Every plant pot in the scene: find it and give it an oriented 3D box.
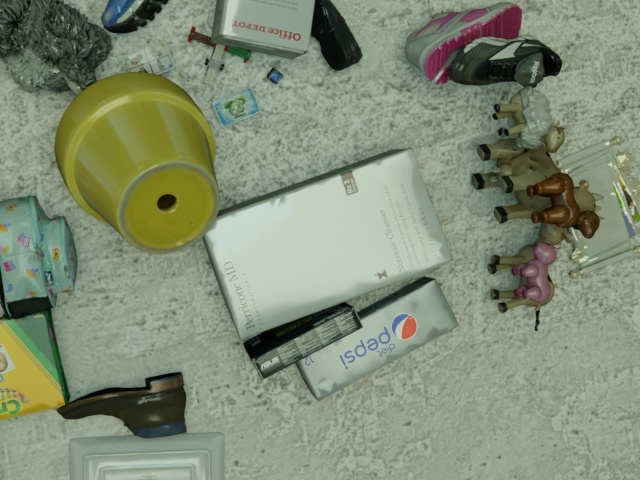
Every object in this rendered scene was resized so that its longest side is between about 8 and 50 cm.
[{"bbox_3d":[-0.272,-0.108,1.651,0.254,0.239,0.254,-13,125,-20],"label":"plant pot"}]

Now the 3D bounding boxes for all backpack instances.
[{"bbox_3d":[-0.477,0.017,1.709,0.144,0.166,0.188,-18,98,-9],"label":"backpack"}]

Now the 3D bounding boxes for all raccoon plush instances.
[{"bbox_3d":[-0.457,-0.391,1.593,0.299,0.446,0.216,19,63,-8],"label":"raccoon plush"}]

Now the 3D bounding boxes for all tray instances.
[{"bbox_3d":[-0.302,0.415,1.820,0.270,0.030,0.145,-1,93,-9],"label":"tray"}]

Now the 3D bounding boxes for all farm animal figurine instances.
[{"bbox_3d":[0.389,-0.057,1.815,0.172,0.330,0.327,-9,60,-15],"label":"farm animal figurine"}]

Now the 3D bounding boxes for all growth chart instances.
[{"bbox_3d":[0.519,-0.063,1.930,0.172,0.021,0.237,-15,94,-8],"label":"growth chart"}]

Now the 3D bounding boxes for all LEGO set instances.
[{"bbox_3d":[-0.196,-0.284,1.813,0.244,0.060,0.182,-24,108,-6],"label":"LEGO set"}]

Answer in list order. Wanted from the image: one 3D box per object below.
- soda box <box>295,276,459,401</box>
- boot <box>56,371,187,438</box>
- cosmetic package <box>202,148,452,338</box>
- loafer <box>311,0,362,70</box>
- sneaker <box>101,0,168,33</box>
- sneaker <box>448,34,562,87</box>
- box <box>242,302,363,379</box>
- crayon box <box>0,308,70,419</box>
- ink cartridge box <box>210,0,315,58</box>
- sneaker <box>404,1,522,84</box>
[{"bbox_3d":[0.093,0.171,1.839,0.286,0.091,0.098,-28,95,-7],"label":"soda box"},{"bbox_3d":[-0.334,0.302,1.785,0.219,0.082,0.106,-13,91,-10],"label":"boot"},{"bbox_3d":[0.000,0.000,1.786,0.385,0.156,0.217,-22,97,-8],"label":"cosmetic package"},{"bbox_3d":[0.016,-0.380,1.831,0.061,0.062,0.170,-24,89,-46],"label":"loafer"},{"bbox_3d":[-0.300,-0.505,1.742,0.147,0.130,0.330,22,90,0],"label":"sneaker"},{"bbox_3d":[0.327,-0.302,1.783,0.234,0.106,0.078,-16,128,-36],"label":"sneaker"},{"bbox_3d":[-0.034,0.162,1.772,0.190,0.184,0.045,-26,95,-6],"label":"box"},{"bbox_3d":[-0.577,0.222,1.744,0.278,0.081,0.165,-12,94,-8],"label":"crayon box"},{"bbox_3d":[-0.089,-0.426,1.748,0.154,0.093,0.212,8,89,-18],"label":"ink cartridge box"},{"bbox_3d":[0.250,-0.367,1.833,0.252,0.111,0.103,-25,134,-29],"label":"sneaker"}]
